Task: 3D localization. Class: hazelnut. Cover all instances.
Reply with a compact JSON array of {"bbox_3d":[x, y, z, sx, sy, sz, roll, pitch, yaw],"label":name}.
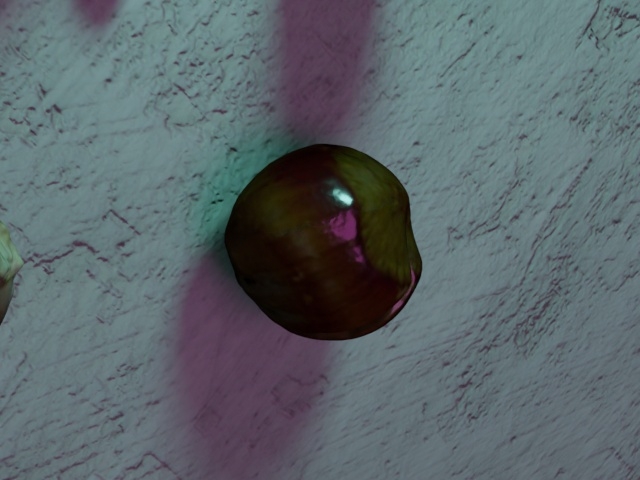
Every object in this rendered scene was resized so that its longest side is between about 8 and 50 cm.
[{"bbox_3d":[0.000,0.000,1.774,0.217,0.217,0.251,-55,150,-8],"label":"hazelnut"}]

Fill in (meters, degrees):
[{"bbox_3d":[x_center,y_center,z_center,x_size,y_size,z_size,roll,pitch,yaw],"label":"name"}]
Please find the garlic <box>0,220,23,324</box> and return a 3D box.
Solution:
[{"bbox_3d":[-0.421,0.118,1.417,0.340,0.246,0.231,-61,149,-24],"label":"garlic"}]
